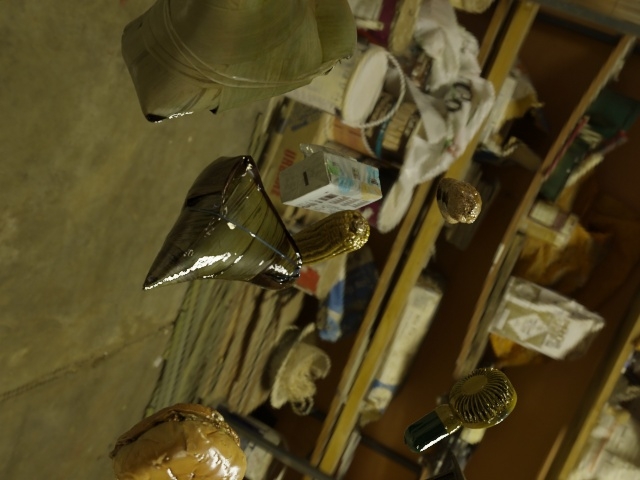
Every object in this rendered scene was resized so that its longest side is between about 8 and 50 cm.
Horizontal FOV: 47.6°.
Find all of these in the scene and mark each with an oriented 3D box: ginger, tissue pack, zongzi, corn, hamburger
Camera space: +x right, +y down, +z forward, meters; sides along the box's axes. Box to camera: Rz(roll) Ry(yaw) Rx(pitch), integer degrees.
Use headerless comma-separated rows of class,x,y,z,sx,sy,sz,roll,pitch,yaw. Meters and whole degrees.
ginger,0.269,-0.076,1.429,0.190,0.069,0.095,-114,-155,-82
tissue pack,0.022,-0.162,1.836,0.229,0.159,0.145,9,66,-50
zongzi,-0.020,-0.331,0.997,0.447,0.181,0.418,-25,179,-32
corn,0.000,0.000,1.378,0.231,0.080,0.080,-20,-155,49
zongzi,-0.164,0.044,1.224,0.300,0.138,0.286,-62,140,-35
hamburger,-0.331,0.528,1.723,0.158,0.318,0.319,-109,-153,-52

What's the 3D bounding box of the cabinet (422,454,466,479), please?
cabinet,0.214,0.536,1.312,0.148,0.175,0.215,-105,171,-58

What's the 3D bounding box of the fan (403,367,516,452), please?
fan,0.172,0.216,0.918,0.155,0.039,0.082,-33,-161,-2
